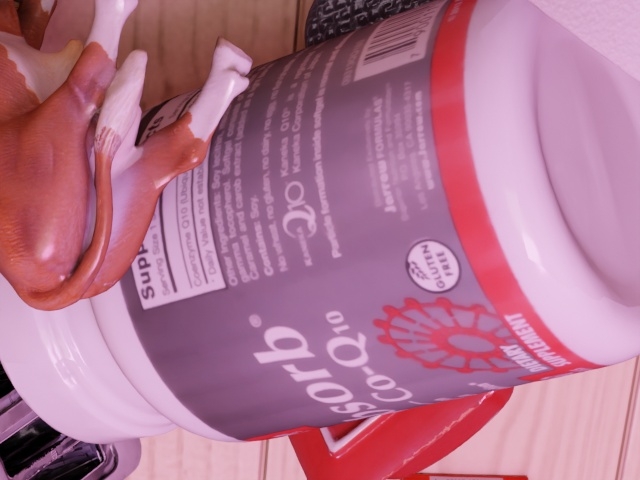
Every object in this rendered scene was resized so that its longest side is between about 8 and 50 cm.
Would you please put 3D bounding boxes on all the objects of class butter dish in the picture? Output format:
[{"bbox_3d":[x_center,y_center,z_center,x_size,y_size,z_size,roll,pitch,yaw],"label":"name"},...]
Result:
[{"bbox_3d":[0.060,0.085,1.079,0.160,0.160,0.118,-41,138,16],"label":"butter dish"}]

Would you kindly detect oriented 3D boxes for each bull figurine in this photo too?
[{"bbox_3d":[-0.178,-0.085,0.914,0.188,0.310,0.101,-55,143,5],"label":"bull figurine"}]

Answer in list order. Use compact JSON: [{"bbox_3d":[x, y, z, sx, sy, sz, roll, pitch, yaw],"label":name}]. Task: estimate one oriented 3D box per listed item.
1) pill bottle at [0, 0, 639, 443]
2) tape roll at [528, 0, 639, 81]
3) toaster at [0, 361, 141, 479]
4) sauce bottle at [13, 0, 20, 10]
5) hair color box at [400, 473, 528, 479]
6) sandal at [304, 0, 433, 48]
[{"bbox_3d":[0.000,0.000,0.945,0.363,0.210,0.210,-17,114,33],"label":"pill bottle"},{"bbox_3d":[0.216,-0.117,0.850,0.392,0.392,0.072,29,109,-12],"label":"tape roll"},{"bbox_3d":[-0.213,0.106,1.049,0.110,0.186,0.168,-10,105,34],"label":"toaster"},{"bbox_3d":[-0.201,-0.153,1.018,0.128,0.042,0.042,-32,109,14],"label":"sauce bottle"},{"bbox_3d":[0.099,0.250,1.180,0.093,0.053,0.167,1,113,-2],"label":"hair color box"},{"bbox_3d":[0.116,-0.103,1.043,0.255,0.054,0.097,25,103,0],"label":"sandal"}]
